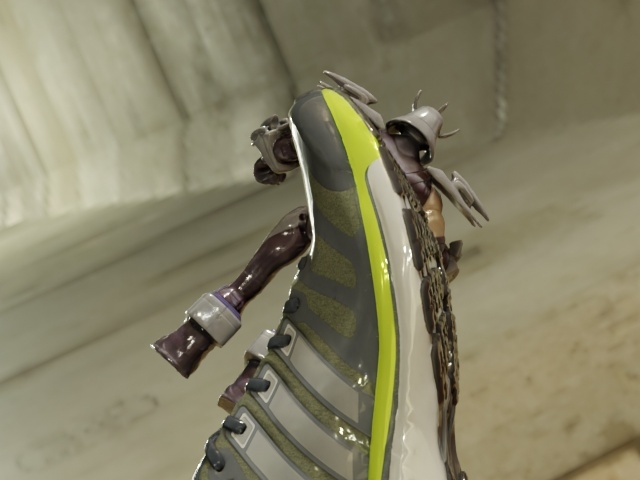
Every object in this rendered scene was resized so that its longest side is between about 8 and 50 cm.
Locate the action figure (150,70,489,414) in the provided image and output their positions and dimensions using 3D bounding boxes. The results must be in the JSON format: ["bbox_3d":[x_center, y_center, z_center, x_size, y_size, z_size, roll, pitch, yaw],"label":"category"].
[{"bbox_3d":[0.000,0.000,1.258,0.185,0.285,0.099,40,-7,8],"label":"action figure"}]

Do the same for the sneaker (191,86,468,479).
[{"bbox_3d":[0.000,0.075,0.763,0.111,0.121,0.300,50,34,-72],"label":"sneaker"}]
